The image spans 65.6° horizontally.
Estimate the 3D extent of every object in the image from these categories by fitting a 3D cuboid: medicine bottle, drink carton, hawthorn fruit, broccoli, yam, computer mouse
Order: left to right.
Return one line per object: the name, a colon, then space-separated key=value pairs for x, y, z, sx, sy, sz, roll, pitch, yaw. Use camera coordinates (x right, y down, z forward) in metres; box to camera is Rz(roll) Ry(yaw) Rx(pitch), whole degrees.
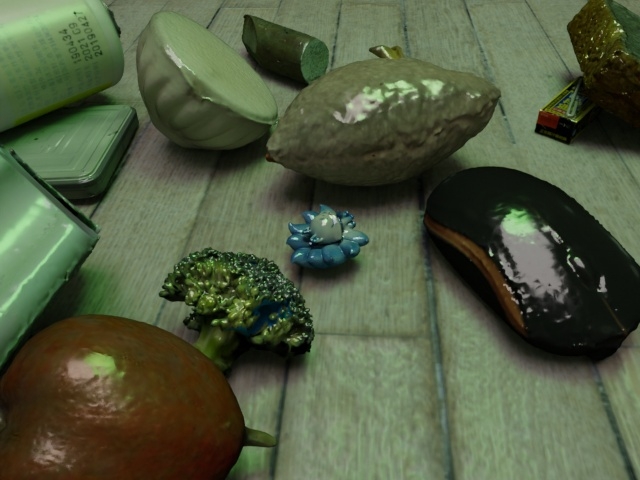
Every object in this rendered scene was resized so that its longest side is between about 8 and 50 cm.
medicine bottle: x=-0.557 y=-0.313 z=0.866 sx=0.213 sy=0.213 sz=0.378 roll=30 pitch=51 yaw=29
hawthorn fruit: x=-0.161 y=0.175 z=0.447 sx=0.251 sy=0.199 sz=0.199 roll=12 pitch=43 yaw=-12
broccoli: x=-0.098 y=0.090 z=0.570 sx=0.154 sy=0.167 sz=0.160 roll=3 pitch=65 yaw=53
yam: x=-0.099 y=-0.428 z=1.102 sx=0.259 sy=0.106 sz=0.106 roll=30 pitch=53 yaw=30
computer mouse: x=0.262 y=0.003 z=0.639 sx=0.183 sy=0.116 sz=0.323 roll=-24 pitch=49 yaw=-14
drink carton: x=0.473 y=-0.247 z=0.925 sx=0.071 sy=0.056 sz=0.165 roll=30 pitch=53 yaw=33

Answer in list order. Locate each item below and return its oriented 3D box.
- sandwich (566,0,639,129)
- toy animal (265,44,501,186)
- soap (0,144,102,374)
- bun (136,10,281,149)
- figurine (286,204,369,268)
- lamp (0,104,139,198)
sandwich: x=0.593 y=-0.302 z=0.893 sx=0.271 sy=0.099 sz=0.301 roll=23 pitch=46 yaw=-3
toy animal: x=0.082 y=-0.189 z=0.791 sx=0.358 sy=0.188 sz=0.226 roll=-13 pitch=35 yaw=-10
soap: x=-0.374 y=0.088 z=0.467 sx=0.156 sy=0.261 sz=0.446 roll=37 pitch=42 yaw=-21
bun: x=-0.219 y=-0.247 z=0.874 sx=0.175 sy=0.263 sz=0.263 roll=-42 pitch=40 yaw=23
figurine: x=0.000 y=0.000 z=0.676 sx=0.114 sy=0.079 sz=0.114 roll=2 pitch=49 yaw=-3
lamp: x=-0.487 y=-0.162 z=0.886 sx=0.269 sy=0.047 sz=0.266 roll=-3 pitch=41 yaw=1
